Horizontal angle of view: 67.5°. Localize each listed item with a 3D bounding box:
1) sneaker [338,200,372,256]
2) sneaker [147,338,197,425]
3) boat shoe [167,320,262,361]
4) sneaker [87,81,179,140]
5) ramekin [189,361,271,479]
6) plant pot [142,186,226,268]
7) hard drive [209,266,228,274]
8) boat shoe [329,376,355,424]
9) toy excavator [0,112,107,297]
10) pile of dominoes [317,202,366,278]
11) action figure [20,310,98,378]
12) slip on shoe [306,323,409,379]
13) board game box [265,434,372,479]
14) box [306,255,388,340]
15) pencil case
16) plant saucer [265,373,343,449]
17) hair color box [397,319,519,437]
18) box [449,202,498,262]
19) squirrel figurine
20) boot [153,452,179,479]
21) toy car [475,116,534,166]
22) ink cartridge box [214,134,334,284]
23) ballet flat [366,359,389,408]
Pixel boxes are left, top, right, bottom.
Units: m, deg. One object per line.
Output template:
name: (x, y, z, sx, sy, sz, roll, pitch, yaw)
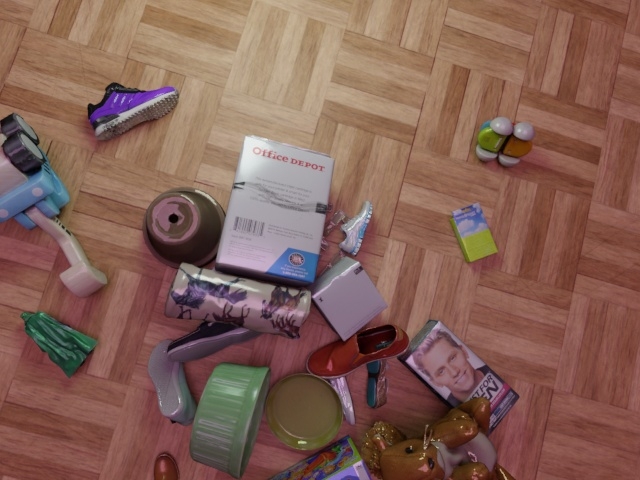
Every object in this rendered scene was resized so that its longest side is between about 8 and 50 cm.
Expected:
sneaker: (0.110, -0.049, 1.548, 0.082, 0.071, 0.191, 21, 74, 0)
sneaker: (-0.441, 0.433, 1.441, 0.094, 0.151, 0.256, -20, 51, -5)
boat shoe: (-0.317, 0.279, 1.445, 0.302, 0.114, 0.091, -12, 57, -26)
sneaker: (-0.604, -0.446, 1.518, 0.293, 0.102, 0.146, -28, 86, -8)
ramekin: (-0.251, 0.492, 1.352, 0.148, 0.303, 0.304, 13, 82, 3)
plant pot: (-0.415, -0.051, 1.428, 0.262, 0.229, 0.263, 1, 82, -6)
hard drive: (-0.317, 0.153, 1.517, 0.094, 0.022, 0.135, -36, 88, -9)
boat shoe: (0.062, 0.486, 1.497, 0.063, 0.066, 0.184, -17, 86, 3)
toy excavator: (-0.819, -0.087, 1.411, 0.222, 0.445, 0.433, -35, 47, -7)
pile of dominoes: (0.000, 0.000, 1.571, 0.196, 0.040, 0.251, 40, 73, 0)
action figure: (-0.796, 0.286, 1.433, 0.232, 0.063, 0.137, 38, 83, -4)
slip on shoe: (0.105, 0.331, 1.461, 0.331, 0.101, 0.123, -19, 48, 11)
board game box: (-0.036, 0.708, 1.374, 0.346, 0.233, 0.078, -26, 87, -8)
box: (0.076, 0.176, 1.483, 0.181, 0.119, 0.182, -36, 104, -8)
pencil case: (-0.239, 0.175, 1.377, 0.409, 0.183, 0.160, 12, 75, -9)
plant saucer: (-0.049, 0.519, 1.470, 0.240, 0.037, 0.241, 1, 95, 6)
hair color box: (0.433, 0.432, 1.517, 0.347, 0.105, 0.174, 43, 81, 1)
box: (0.511, -0.026, 1.609, 0.108, 0.042, 0.178, -19, 85, -8)
squirrel figurine: (0.281, 0.621, 1.324, 0.370, 0.397, 0.281, 3, 66, -37)
boot: (-0.452, 0.729, 1.370, 0.072, 0.152, 0.197, -9, 84, -6)
toy car: (0.619, -0.350, 1.620, 0.181, 0.159, 0.136, 12, 48, -4)
ink cartridge box: (-0.137, -0.081, 1.450, 0.285, 0.166, 0.395, 13, 76, -12)
ballet flat: (0.185, 0.425, 1.522, 0.067, 0.073, 0.207, 7, 85, -32)
